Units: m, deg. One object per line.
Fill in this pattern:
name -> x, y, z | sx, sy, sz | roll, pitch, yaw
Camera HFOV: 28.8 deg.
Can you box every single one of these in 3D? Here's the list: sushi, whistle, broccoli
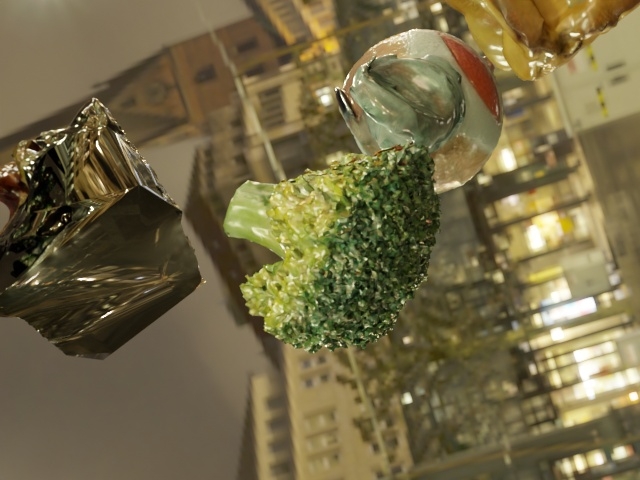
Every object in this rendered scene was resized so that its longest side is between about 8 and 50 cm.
sushi -> -0.255, -0.026, 1.356 | 0.212, 0.215, 0.227 | 59, -169, 27
whistle -> 0.106, -0.142, 1.298 | 0.348, 0.189, 0.189 | -8, -100, -81
broccoli -> 0.000, 0.000, 1.088 | 0.220, 0.194, 0.194 | -56, -44, -35

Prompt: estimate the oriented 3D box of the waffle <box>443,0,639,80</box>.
waffle -> 0.097, -0.276, 0.679 | 0.328, 0.224, 0.098 | 51, 175, -12
